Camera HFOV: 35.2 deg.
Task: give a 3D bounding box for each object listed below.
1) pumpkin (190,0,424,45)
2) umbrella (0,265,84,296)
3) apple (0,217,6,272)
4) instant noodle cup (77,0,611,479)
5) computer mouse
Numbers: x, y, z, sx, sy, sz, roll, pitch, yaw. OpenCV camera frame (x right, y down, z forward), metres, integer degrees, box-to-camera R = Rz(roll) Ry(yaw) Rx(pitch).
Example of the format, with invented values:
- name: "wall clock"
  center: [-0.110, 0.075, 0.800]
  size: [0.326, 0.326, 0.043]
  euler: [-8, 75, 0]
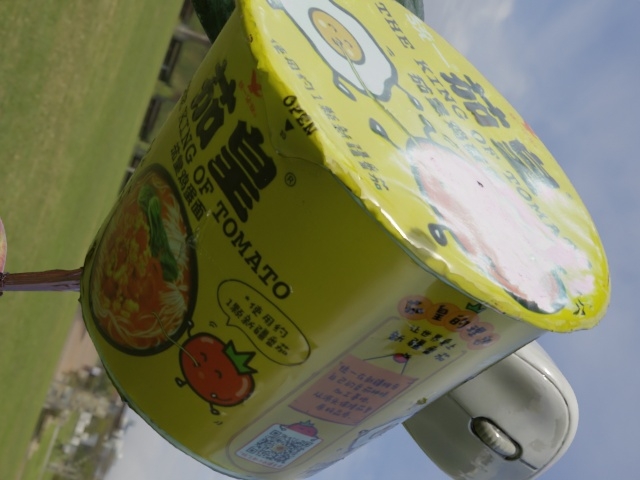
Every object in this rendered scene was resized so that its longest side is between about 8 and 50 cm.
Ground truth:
- name: "pumpkin"
  center: [0.015, -0.267, 1.129]
  size: [0.196, 0.263, 0.293]
  euler: [-24, -157, 24]
- name: "umbrella"
  center: [-0.186, 0.030, 0.805]
  size: [0.027, 0.165, 0.025]
  euler: [172, -83, -74]
- name: "apple"
  center: [-0.409, 0.008, 1.076]
  size: [0.146, 0.130, 0.146]
  euler: [4, 90, -73]
- name: "instant noodle cup"
  center: [0.000, 0.000, 0.710]
  size: [0.254, 0.325, 0.326]
  euler: [-44, -158, 28]
- name: "computer mouse"
  center: [0.142, 0.133, 1.101]
  size: [0.184, 0.297, 0.121]
  euler: [-41, 158, 22]
